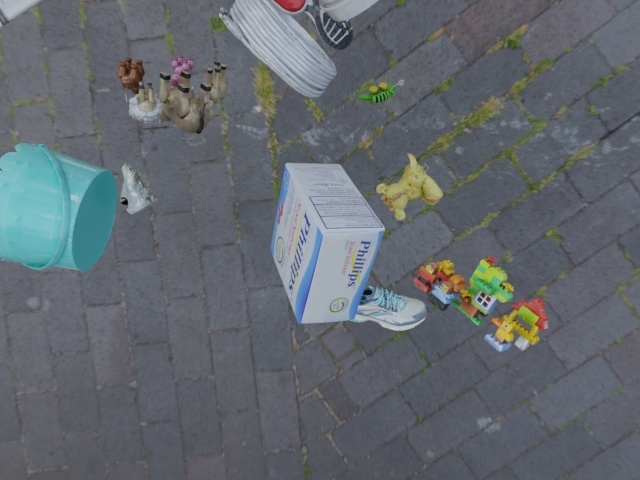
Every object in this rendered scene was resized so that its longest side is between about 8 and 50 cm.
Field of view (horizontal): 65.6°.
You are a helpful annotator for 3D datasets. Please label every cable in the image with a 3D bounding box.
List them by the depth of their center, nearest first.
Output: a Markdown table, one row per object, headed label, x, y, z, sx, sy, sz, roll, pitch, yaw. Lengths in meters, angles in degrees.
| label | x | y | z | sx | sy | sz | roll | pitch | yaw |
| --- | --- | --- | --- | --- | --- | --- | --- | --- | --- |
| cable | -0.075 | -0.419 | 1.054 | 0.257 | 0.257 | 0.089 | 42 | 110 | -13 |

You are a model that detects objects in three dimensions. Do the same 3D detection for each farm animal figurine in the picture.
| label | x | y | z | sx | sy | sz | roll | pitch | yaw |
| --- | --- | --- | --- | --- | --- | --- | --- | --- | --- |
| farm animal figurine | -0.398 | -0.401 | 1.429 | 0.330 | 0.327 | 0.172 | -8 | 128 | -28 |

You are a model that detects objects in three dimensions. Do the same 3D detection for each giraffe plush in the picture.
| label | x | y | z | sx | sy | sz | roll | pitch | yaw |
| --- | --- | --- | --- | --- | --- | --- | --- | --- | --- |
| giraffe plush | 0.283 | -0.160 | 1.638 | 0.170 | 0.210 | 0.181 | -39 | 67 | 2 |

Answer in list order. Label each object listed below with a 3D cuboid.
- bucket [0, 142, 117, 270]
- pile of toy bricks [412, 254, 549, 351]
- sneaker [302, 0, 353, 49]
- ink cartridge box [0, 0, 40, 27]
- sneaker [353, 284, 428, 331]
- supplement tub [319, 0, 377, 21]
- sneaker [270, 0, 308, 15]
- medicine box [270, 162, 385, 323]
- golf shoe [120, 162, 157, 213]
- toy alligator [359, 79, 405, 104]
| label | x | y | z | sx | sy | sz | roll | pitch | yaw |
| --- | --- | --- | --- | --- | --- | --- | --- | --- | --- |
| bucket | -0.595 | -0.065 | 1.122 | 0.182 | 0.281 | 0.281 | 13 | 97 | -4 |
| pile of toy bricks | 0.260 | 0.076 | 0.800 | 0.212 | 0.118 | 0.105 | 42 | 118 | 36 |
| sneaker | -0.004 | -0.758 | 1.632 | 0.111 | 0.121 | 0.300 | -39 | 118 | 16 |
| ink cartridge box | -0.532 | -0.426 | 0.839 | 0.203 | 0.148 | 0.086 | -21 | 129 | 16 |
| sneaker | 0.191 | 0.201 | 1.544 | 0.282 | 0.110 | 0.122 | 2 | 136 | 17 |
| supplement tub | -0.013 | -0.534 | 0.750 | 0.241 | 0.241 | 0.331 | -47 | 123 | 7 |
| sneaker | -0.036 | -0.245 | 0.393 | 0.042 | 0.067 | 0.119 | -22 | 105 | -7 |
| medicine box | 0.000 | 0.000 | 1.168 | 0.149 | 0.289 | 0.264 | -1 | 127 | -21 |
| golf shoe | -0.504 | -0.138 | 1.309 | 0.086 | 0.069 | 0.176 | -41 | 50 | -1 |
| toy alligator | 0.217 | -0.489 | 1.648 | 0.189 | 0.056 | 0.051 | -24 | 57 | -19 |
